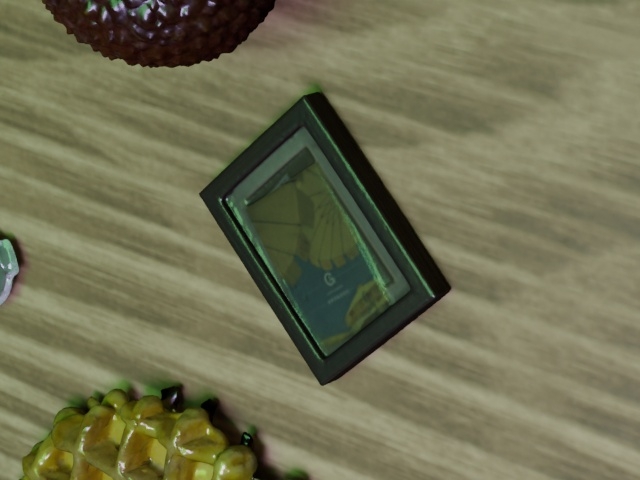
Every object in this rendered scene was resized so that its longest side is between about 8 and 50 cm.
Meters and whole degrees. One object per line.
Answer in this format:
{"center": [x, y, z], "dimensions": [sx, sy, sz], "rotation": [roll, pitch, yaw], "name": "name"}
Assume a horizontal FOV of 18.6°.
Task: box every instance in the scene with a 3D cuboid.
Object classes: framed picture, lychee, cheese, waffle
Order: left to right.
{"center": [-0.289, 0.029, 1.594], "dimensions": [0.121, 0.026, 0.067], "rotation": [-22, 88, 39], "name": "cheese"}
{"center": [-0.132, 0.262, 1.517], "dimensions": [0.329, 0.062, 0.329], "rotation": [10, 108, 34], "name": "waffle"}
{"center": [-0.105, -0.201, 1.301], "dimensions": [0.194, 0.194, 0.194], "rotation": [10, 108, 35], "name": "lychee"}
{"center": [0.000, 0.000, 1.372], "dimensions": [0.128, 0.023, 0.168], "rotation": [-41, 77, 37], "name": "framed picture"}
